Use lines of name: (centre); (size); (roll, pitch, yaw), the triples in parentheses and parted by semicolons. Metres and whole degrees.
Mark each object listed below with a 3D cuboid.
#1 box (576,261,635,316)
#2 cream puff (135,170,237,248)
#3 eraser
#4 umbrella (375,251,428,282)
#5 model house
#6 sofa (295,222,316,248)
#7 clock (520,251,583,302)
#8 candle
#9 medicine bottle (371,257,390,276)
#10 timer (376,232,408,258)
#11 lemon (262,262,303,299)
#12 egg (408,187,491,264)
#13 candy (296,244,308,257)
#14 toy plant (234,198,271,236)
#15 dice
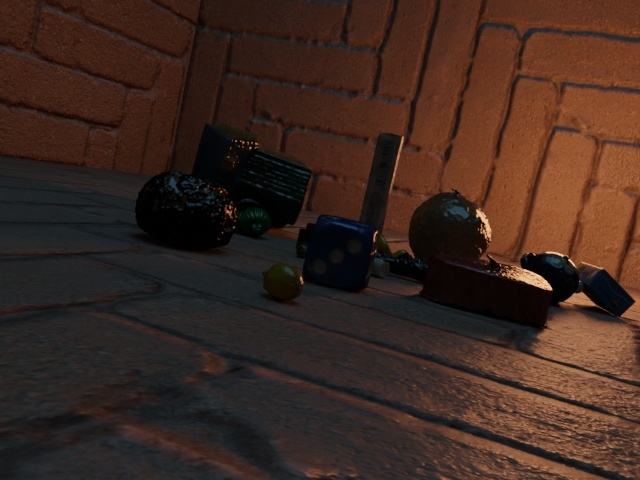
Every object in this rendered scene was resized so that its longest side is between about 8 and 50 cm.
box: (0.856, 0.147, 2.077); (0.139, 0.073, 0.194); (44, 6, -1)
cream puff: (-0.311, -0.072, 1.590); (0.239, 0.164, 0.239); (13, 3, -1)
eraser: (0.186, -0.147, 2.220); (0.082, 0.396, 0.213); (13, 5, 4)
umbrella: (0.200, 0.062, 1.833); (0.224, 0.071, 0.080); (11, -7, 6)
model house: (-0.246, -0.185, 2.302); (0.382, 0.334, 0.342); (16, 15, -6)
sofa: (0.000, 0.000, 1.949); (0.147, 0.085, 0.060); (17, 4, 38)
clock: (0.686, 0.110, 2.026); (0.200, 0.146, 0.243); (25, 4, 14)
candle: (0.408, 0.104, 1.577); (0.317, 0.131, 0.287); (7, 10, -33)
medicine bottle: (0.137, 0.066, 1.762); (0.047, 0.047, 0.083); (7, 7, -41)
timer: (0.183, 0.028, 1.918); (0.109, 0.107, 0.107); (-25, 6, 2)
lemon: (-0.066, 0.072, 1.185); (0.092, 0.065, 0.065); (19, 9, 38)
egg: (0.405, -0.020, 2.154); (0.279, 0.279, 0.310); (12, 7, 3)
candy: (-0.052, 0.029, 1.855); (0.035, 0.035, 0.123); (15, -3, -6)
toy plant: (-0.224, -0.066, 2.081); (0.143, 0.105, 0.200); (1, 20, -9)
dice: (0.045, 0.025, 1.479); (0.146, 0.146, 0.143); (13, 7, 7)
